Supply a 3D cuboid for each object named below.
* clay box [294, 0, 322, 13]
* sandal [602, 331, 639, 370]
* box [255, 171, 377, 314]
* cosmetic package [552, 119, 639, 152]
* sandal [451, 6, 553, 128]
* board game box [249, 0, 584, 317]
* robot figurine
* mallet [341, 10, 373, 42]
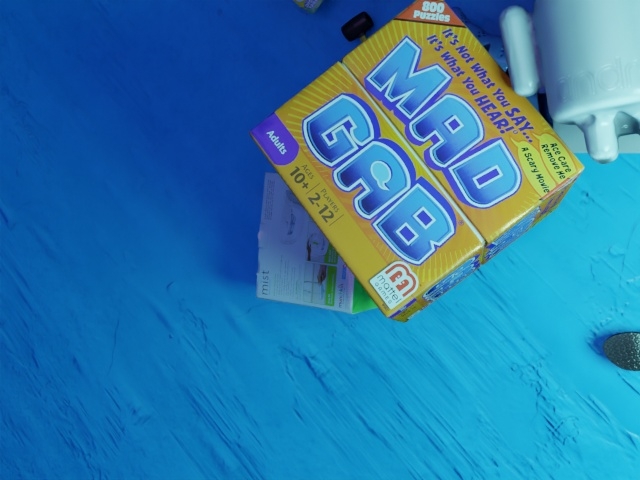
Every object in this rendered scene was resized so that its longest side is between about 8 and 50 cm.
[{"bbox_3d":[-0.045,-0.576,1.788,0.222,0.053,0.127,46,112,20],"label":"clay box"},{"bbox_3d":[0.573,0.182,1.460,0.179,0.040,0.067,-8,93,16],"label":"sandal"},{"bbox_3d":[0.000,0.000,1.736,0.231,0.126,0.262,6,94,31],"label":"box"},{"bbox_3d":[0.537,-0.240,1.299,0.385,0.156,0.217,13,110,57],"label":"cosmetic package"},{"bbox_3d":[0.341,-0.306,1.538,0.138,0.126,0.317,-44,78,20],"label":"sandal"},{"bbox_3d":[0.160,-0.113,1.427,0.356,0.356,0.356,-38,79,4],"label":"board game box"},{"bbox_3d":[0.400,-0.287,1.173,0.299,0.200,0.354,-9,88,17],"label":"robot figurine"},{"bbox_3d":[0.097,-0.360,1.723,0.062,0.039,0.190,-21,85,28],"label":"mallet"}]
